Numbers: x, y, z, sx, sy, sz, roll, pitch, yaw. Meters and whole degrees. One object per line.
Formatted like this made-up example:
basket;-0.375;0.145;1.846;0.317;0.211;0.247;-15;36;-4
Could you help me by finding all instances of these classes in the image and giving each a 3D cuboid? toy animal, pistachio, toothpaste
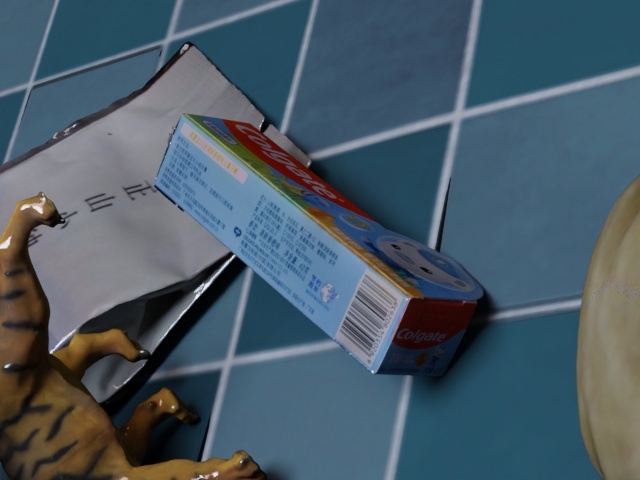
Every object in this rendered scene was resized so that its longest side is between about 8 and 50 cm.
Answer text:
toy animal;-0.140;0.070;0.890;0.116;0.255;0.114;-39;7;-13
pistachio;0.161;0.033;0.704;0.126;0.108;0.185;27;85;8
toothpaste;0.000;0.000;0.899;0.193;0.070;0.044;40;113;41

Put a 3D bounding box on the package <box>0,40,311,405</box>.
package;-0.135;0.001;1.048;0.251;0.062;0.204;-37;39;-4
